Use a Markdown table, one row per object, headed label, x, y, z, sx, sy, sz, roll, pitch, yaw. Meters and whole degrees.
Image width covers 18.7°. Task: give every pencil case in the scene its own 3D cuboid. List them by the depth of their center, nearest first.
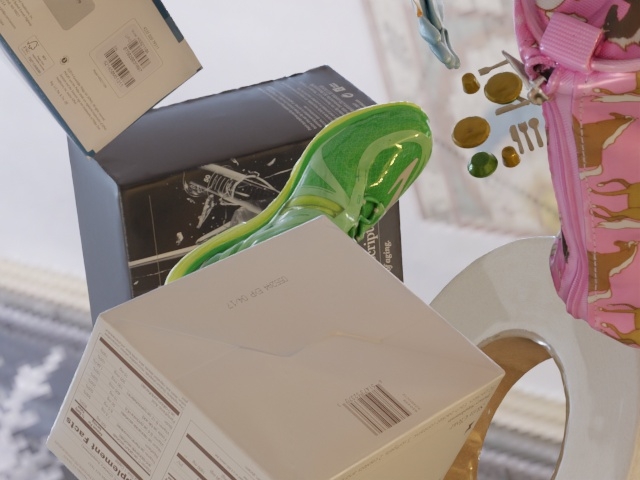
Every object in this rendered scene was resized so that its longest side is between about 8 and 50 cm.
| label | x | y | z | sx | sy | sz | roll | pitch | yaw |
| --- | --- | --- | --- | --- | --- | --- | --- | --- | --- |
| pencil case | 0.223 | -0.071 | 1.339 | 0.167 | 0.386 | 0.160 | -3 | -121 | 11 |

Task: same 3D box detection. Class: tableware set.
| label | x | y | z | sx | sy | sz | roll | pitch | yaw |
| --- | --- | --- | --- | --- | --- | --- | --- | --- | --- |
| tableware set | 0.204 | -0.144 | 2.318 | 0.104 | 0.024 | 0.154 | -20 | -127 | 6 |

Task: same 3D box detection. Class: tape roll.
| label | x | y | z | sx | sy | sz | roll | pitch | yaw |
| --- | --- | --- | --- | --- | --- | --- | --- | --- | --- |
| tape roll | 0.176 | 0.189 | 1.749 | 0.392 | 0.072 | 0.392 | -34 | -134 | 44 |

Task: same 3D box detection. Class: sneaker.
| label | x | y | z | sx | sy | sz | roll | pitch | yaw |
| --- | --- | --- | --- | --- | --- | --- | --- | --- | --- |
| sneaker | 0.000 | 0.000 | 1.702 | 0.295 | 0.109 | 0.123 | -43 | -138 | -11 |

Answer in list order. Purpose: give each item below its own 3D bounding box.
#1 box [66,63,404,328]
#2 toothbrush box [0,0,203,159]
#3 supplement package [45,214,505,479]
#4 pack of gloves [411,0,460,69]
| label | x | y | z | sx | sy | sz | roll | pitch | yaw |
| --- | --- | --- | --- | --- | --- | --- | --- | --- | --- |
| box | -0.085 | 0.023 | 2.110 | 0.313 | 0.343 | 0.179 | -16 | -150 | -19 |
| toothbrush box | -0.252 | -0.238 | 1.575 | 0.126 | 0.216 | 0.295 | -40 | -132 | -7 |
| supplement package | -0.031 | 0.128 | 1.460 | 0.204 | 0.145 | 0.262 | 42 | -141 | 20 |
| pack of gloves | 0.064 | -0.273 | 1.833 | 0.046 | 0.195 | 0.232 | -22 | -130 | 13 |
